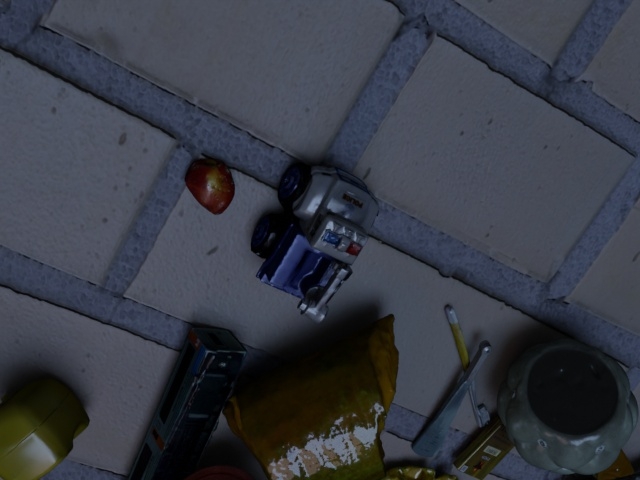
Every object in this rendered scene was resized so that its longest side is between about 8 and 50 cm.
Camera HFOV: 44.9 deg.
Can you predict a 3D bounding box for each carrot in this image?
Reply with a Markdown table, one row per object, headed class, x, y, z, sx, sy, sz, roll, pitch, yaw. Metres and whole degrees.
| class | x | y | z | sx | sy | sz | roll | pitch | yaw |
| --- | --- | --- | --- | --- | --- | --- | --- | --- | --- |
| carrot | 0.013 | 0.299 | 1.290 | 0.341 | 0.241 | 0.241 | -24 | 117 | -1 |

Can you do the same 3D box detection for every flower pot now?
| class | x | y | z | sx | sy | sz | roll | pitch | yaw |
| --- | --- | --- | --- | --- | --- | --- | --- | --- | --- |
| flower pot | 0.442 | 0.301 | 1.397 | 0.246 | 0.246 | 0.195 | -24 | 149 | -3 |

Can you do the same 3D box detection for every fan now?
| class | x | y | z | sx | sy | sz | roll | pitch | yaw |
| --- | --- | --- | --- | --- | --- | --- | --- | --- | --- |
| fan | 0.254 | 0.302 | 1.454 | 0.057 | 0.023 | 0.282 | 20 | 115 | -15 |

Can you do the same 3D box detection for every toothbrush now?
| class | x | y | z | sx | sy | sz | roll | pitch | yaw |
| --- | --- | --- | --- | --- | --- | --- | --- | --- | --- |
| toothbrush | 0.277 | 0.238 | 1.448 | 0.024 | 0.021 | 0.288 | -27 | 118 | -14 |

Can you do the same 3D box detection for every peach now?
| class | x | y | z | sx | sy | sz | roll | pitch | yaw |
| --- | --- | --- | --- | --- | --- | --- | --- | --- | --- |
| peach | -0.168 | -0.078 | 1.182 | 0.077 | 0.050 | 0.083 | -2 | 117 | -12 |

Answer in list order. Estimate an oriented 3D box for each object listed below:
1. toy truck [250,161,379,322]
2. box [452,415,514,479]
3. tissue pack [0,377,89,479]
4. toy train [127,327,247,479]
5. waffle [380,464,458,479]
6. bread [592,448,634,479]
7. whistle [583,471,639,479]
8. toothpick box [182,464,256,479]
| class | x | y | z | sx | sy | sz | roll | pitch | yaw |
| --- | --- | --- | --- | --- | --- | --- | --- | --- | --- |
| toy truck | 0.000 | 0.000 | 1.187 | 0.161 | 0.177 | 0.213 | 25 | 106 | -21 |
| box | 0.332 | 0.410 | 1.525 | 0.090 | 0.023 | 0.133 | 32 | 103 | -36 |
| tissue pack | -0.446 | 0.289 | 1.201 | 0.123 | 0.178 | 0.127 | -37 | 98 | 3 |
| toy train | -0.246 | 0.335 | 1.320 | 0.086 | 0.089 | 0.409 | 9 | 113 | -41 |
| waffle | 0.155 | 0.583 | 1.542 | 0.302 | 0.068 | 0.325 | -14 | 114 | -8 |
| bread | 0.587 | 0.405 | 1.570 | 0.084 | 0.074 | 0.139 | -7 | 113 | -11 |
| whistle | 0.619 | 0.532 | 1.613 | 0.346 | 0.134 | 0.142 | -27 | 119 | -13 |
| toothpick box | -0.131 | 0.563 | 1.348 | 0.204 | 0.204 | 0.333 | -25 | 130 | -2 |
